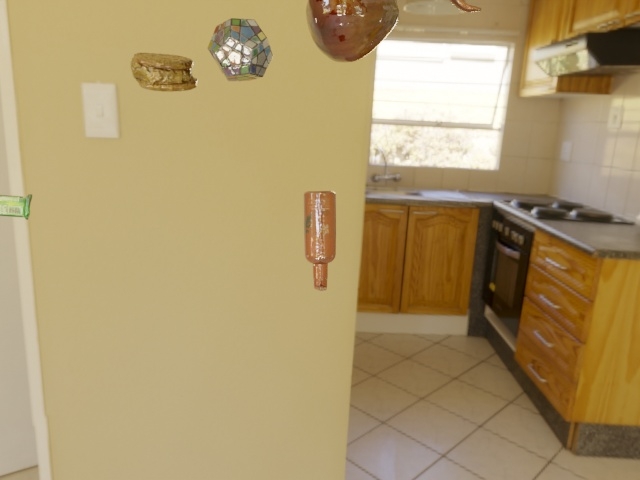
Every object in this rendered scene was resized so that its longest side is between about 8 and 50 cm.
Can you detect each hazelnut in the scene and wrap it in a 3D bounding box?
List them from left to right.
[{"bbox_3d":[0.074,-0.528,1.170,0.217,0.217,0.251,7,17,18],"label":"hazelnut"}]

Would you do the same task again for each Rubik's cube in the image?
[{"bbox_3d":[-0.138,-0.326,0.865,0.093,0.111,0.111,29,23,20],"label":"Rubik's cube"}]

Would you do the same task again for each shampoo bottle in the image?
[{"bbox_3d":[0.000,0.000,1.242,0.085,0.244,0.085,-1,1,0],"label":"shampoo bottle"}]

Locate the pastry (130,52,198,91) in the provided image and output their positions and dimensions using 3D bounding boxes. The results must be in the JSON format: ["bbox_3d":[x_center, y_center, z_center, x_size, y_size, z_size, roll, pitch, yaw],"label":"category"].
[{"bbox_3d":[-0.254,-0.276,0.824,0.109,0.057,0.097,-13,28,-32],"label":"pastry"}]

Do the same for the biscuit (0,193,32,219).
[{"bbox_3d":[-0.560,-0.062,0.891,0.089,0.046,0.016,4,2,-11],"label":"biscuit"}]

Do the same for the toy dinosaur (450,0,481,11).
[{"bbox_3d":[0.111,-0.563,0.870,0.432,0.097,0.208,40,-10,10],"label":"toy dinosaur"}]
